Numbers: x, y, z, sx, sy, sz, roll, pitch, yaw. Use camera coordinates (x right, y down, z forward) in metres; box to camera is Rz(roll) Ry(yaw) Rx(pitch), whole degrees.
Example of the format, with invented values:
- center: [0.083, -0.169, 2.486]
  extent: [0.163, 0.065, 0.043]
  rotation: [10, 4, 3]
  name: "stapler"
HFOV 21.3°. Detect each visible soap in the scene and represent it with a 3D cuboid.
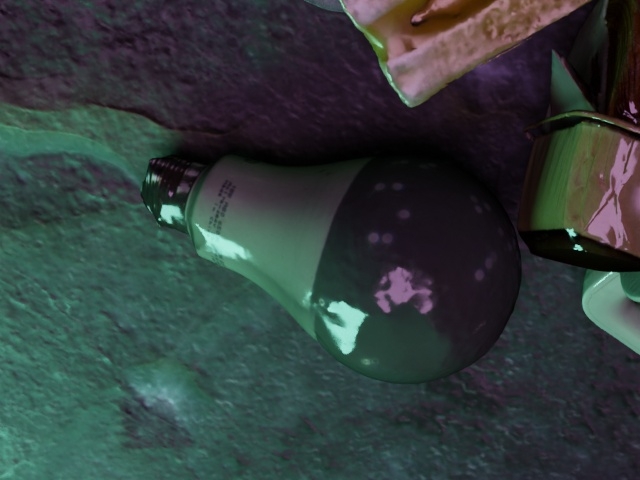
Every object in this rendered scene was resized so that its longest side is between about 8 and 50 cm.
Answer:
- center: [0.146, -0.260, 1.225]
  extent: [0.315, 0.091, 0.199]
  rotation: [-31, 111, 10]
  name: "soap"

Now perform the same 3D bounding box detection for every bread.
- center: [0.222, -0.084, 1.259]
  extent: [0.142, 0.224, 0.212]
  rotation: [18, 87, -7]
  name: "bread"

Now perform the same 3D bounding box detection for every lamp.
- center: [0.007, -0.007, 1.342]
  extent: [0.314, 0.182, 0.182]
  rotation: [26, 116, 0]
  name: "lamp"

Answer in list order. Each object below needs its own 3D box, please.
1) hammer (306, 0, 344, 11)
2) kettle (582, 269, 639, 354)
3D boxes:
- center: [-0.008, -0.306, 1.268]
  extent: [0.137, 0.037, 0.290]
  rotation: [-16, 114, 10]
  name: "hammer"
- center: [0.402, 0.047, 1.344]
  extent: [0.318, 0.265, 0.205]
  rotation: [32, 83, -11]
  name: "kettle"
